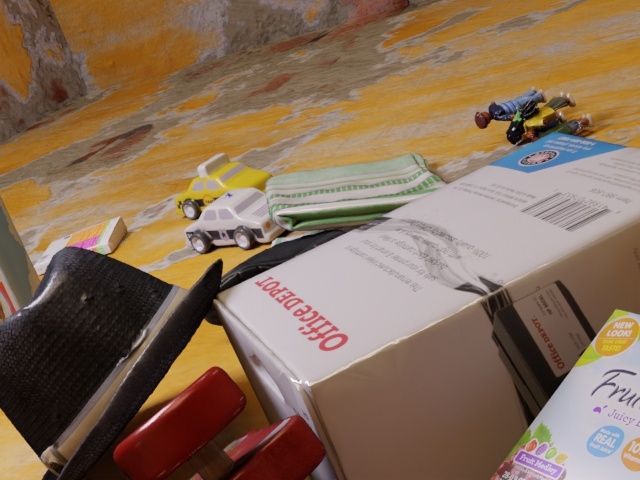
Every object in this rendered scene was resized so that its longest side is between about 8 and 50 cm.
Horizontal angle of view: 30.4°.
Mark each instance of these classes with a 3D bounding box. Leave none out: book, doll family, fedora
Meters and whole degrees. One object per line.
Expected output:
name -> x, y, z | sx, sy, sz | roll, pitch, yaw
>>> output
book -> -0.414, 0.011, 2.031 | 0.144, 0.035, 0.096 | -16, 22, 16
doll family -> 0.303, -0.175, 1.713 | 0.111, 0.076, 0.193 | -29, 14, -10
fedora -> -0.238, 0.105, 1.161 | 0.334, 0.152, 0.334 | -51, 6, 8

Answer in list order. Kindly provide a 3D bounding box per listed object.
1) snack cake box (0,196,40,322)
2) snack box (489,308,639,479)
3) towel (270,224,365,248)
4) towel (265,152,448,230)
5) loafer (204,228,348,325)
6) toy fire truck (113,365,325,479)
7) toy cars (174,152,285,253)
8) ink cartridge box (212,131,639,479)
snack cake box -> -0.436, 0.076, 1.490 | 0.152, 0.264, 0.089 | -18, 18, 10
snack box -> 0.235, 0.145, 0.780 | 0.174, 0.070, 0.207 | -50, 27, -13
towel -> 0.000, 0.000, 1.616 | 0.152, 0.023, 0.113 | -17, 19, 11
towel -> 0.047, -0.071, 1.632 | 0.247, 0.038, 0.325 | -8, 14, -2
loafer -> -0.057, 0.047, 1.472 | 0.223, 0.076, 0.078 | -25, 13, -27
toy fire truck -> -0.124, 0.242, 0.868 | 0.302, 0.169, 0.254 | -41, -1, -25
toy cars -> -0.149, -0.070, 1.879 | 0.176, 0.087, 0.394 | -23, 18, -4
ink cartridge box -> 0.138, 0.066, 1.043 | 0.394, 0.166, 0.285 | -25, 18, -13
